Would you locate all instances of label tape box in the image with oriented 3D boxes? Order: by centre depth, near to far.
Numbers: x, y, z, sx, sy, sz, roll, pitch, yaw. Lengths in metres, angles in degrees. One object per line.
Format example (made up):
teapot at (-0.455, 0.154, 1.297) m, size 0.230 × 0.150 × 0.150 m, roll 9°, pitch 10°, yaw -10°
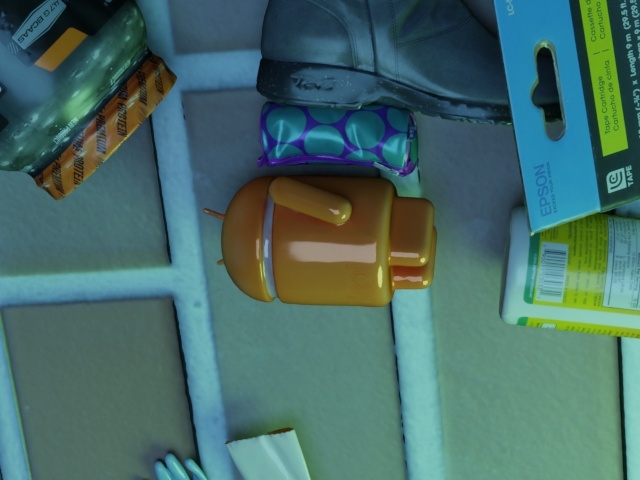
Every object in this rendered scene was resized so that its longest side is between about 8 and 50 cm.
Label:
label tape box at (0.288, -0.172, 1.444) m, size 0.333 × 0.106 × 0.241 m, roll -17°, pitch 110°, yaw -16°

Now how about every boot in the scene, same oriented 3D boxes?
boot at (0.108, -0.226, 1.511) m, size 0.338 × 0.118 × 0.223 m, roll 4°, pitch 101°, yaw -5°

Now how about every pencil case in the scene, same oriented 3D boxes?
pencil case at (0.018, -0.097, 1.586) m, size 0.151 × 0.070 × 0.064 m, roll 3°, pitch 153°, yaw 5°

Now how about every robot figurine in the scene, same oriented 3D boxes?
robot figurine at (0.000, -0.002, 1.589) m, size 0.219 × 0.158 × 0.128 m, roll 1°, pitch 96°, yaw 10°

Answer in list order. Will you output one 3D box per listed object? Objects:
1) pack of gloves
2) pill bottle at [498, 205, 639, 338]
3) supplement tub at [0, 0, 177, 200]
pack of gloves at (-0.074, 0.312, 1.775) m, size 0.195 × 0.046 × 0.232 m, roll -13°, pitch 106°, yaw 22°
pill bottle at (0.280, 0.033, 1.585) m, size 0.208 × 0.117 × 0.118 m, roll 6°, pitch 111°, yaw 3°
supplement tub at (-0.305, -0.209, 1.500) m, size 0.207 × 0.207 × 0.338 m, roll -42°, pitch 103°, yaw 18°
